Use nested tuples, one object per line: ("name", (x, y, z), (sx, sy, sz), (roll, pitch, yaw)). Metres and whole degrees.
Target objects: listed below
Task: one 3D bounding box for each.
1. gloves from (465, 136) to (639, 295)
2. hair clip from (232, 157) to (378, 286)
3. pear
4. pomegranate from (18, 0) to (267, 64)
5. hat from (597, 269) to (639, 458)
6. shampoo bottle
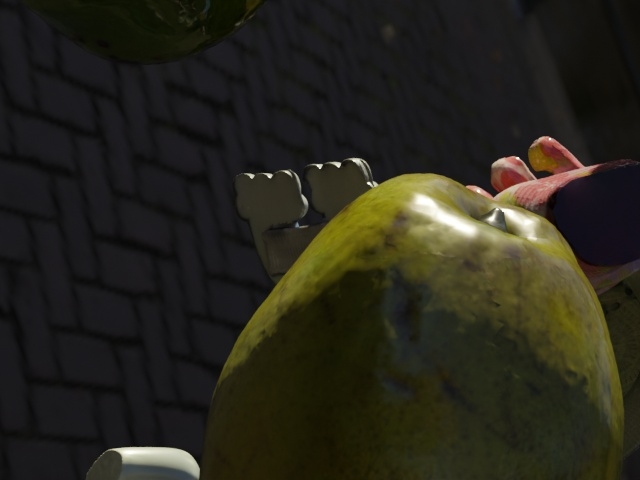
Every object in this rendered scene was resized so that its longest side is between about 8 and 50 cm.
("gloves", (0.161, 0.001, 1.361), (0.126, 0.241, 0.145), (45, 71, -1))
("hair clip", (0.000, 0.000, 1.635), (0.054, 0.220, 0.140), (-19, 98, -39))
("pear", (0.056, 0.123, 1.070), (0.253, 0.253, 0.307), (1, 113, -65))
("pomegranate", (-0.143, -0.253, 1.338), (0.254, 0.270, 0.254), (15, 70, -48))
("hat", (0.239, 0.093, 1.670), (0.130, 0.257, 0.257), (13, 60, -54))
("shampoo bottle", (-0.149, 0.234, 1.800), (0.152, 0.077, 0.045), (7, 48, -36))
